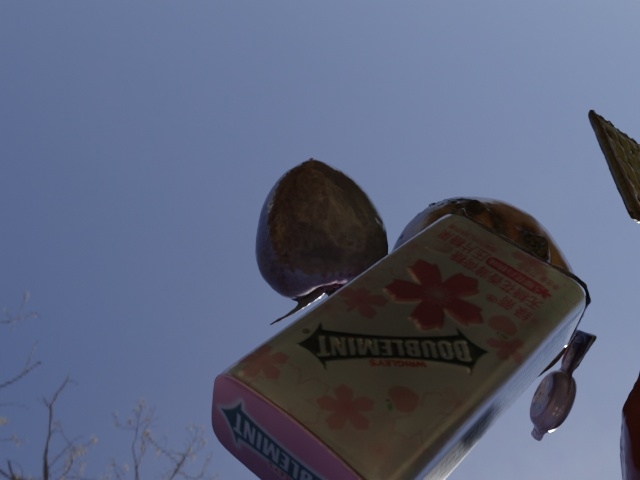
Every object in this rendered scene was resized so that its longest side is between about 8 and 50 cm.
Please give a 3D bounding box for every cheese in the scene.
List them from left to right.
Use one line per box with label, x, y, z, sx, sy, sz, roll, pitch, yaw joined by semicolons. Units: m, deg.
cheese;0.383;0.231;1.262;0.042;0.191;0.105;26;178;-4

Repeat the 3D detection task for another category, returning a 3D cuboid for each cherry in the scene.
cherry;0.000;0.000;1.262;0.213;0.266;0.183;0;177;-25

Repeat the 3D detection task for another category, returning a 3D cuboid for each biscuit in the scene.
biscuit;0.347;-0.034;0.777;0.231;0.016;0.139;23;-135;-36

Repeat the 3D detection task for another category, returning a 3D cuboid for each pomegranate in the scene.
pomegranate;0.259;0.081;1.275;0.322;0.322;0.322;11;-142;-8

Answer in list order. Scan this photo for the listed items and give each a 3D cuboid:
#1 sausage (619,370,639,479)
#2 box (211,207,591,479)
sausage;0.311;0.226;0.599;0.152;0.279;0.152;-5;179;0
box;0.093;0.107;0.749;0.190;0.112;0.370;33;-136;25
